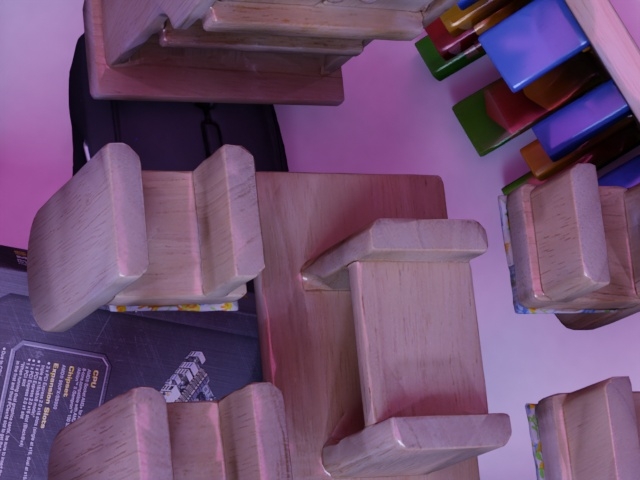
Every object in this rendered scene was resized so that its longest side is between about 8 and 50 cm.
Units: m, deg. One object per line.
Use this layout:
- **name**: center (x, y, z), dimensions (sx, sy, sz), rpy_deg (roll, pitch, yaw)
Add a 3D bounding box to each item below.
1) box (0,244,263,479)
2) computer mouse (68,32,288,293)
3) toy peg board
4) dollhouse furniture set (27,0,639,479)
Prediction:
- **box**: center (-0.085, 0.127, 0.762), dimensions (0.183, 0.056, 0.231), rpy_deg (11, 95, -17)
- **computer mouse**: center (-0.086, -0.049, 0.804), dimensions (0.184, 0.060, 0.262), rpy_deg (11, 76, -33)
- **toy peg board**: center (0.095, -0.055, 0.811), dimensions (0.079, 0.160, 0.161), rpy_deg (-32, 81, 9)
- **dollhouse furniture set**: center (0.000, 0.000, 0.707), dimensions (0.212, 0.161, 0.242), rpy_deg (0, 75, -25)
